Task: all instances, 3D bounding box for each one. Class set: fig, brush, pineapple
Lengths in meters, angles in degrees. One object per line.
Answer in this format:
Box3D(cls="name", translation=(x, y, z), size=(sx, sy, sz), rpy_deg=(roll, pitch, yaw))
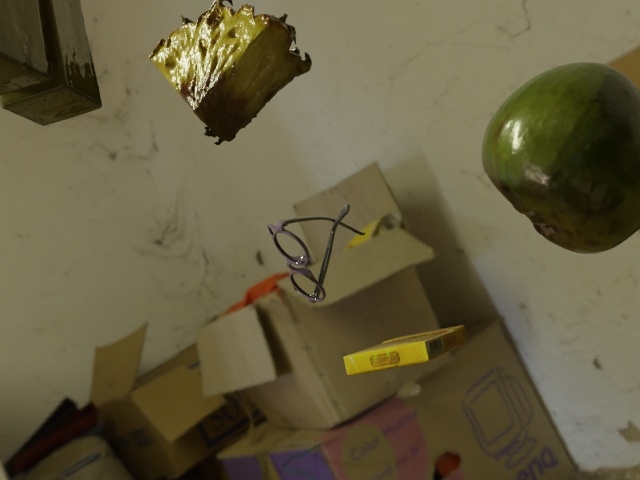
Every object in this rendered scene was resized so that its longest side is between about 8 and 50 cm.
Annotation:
Box3D(cls="fig", translation=(0.258, -0.090, 0.818), size=(0.191, 0.181, 0.181), rpy_deg=(-62, 8, -12))
Box3D(cls="brush", translation=(-0.192, -0.193, 0.475), size=(0.047, 0.233, 0.103), rpy_deg=(-15, -10, 13))
Box3D(cls="pineapple", translation=(-0.082, -0.135, 0.665), size=(0.137, 0.116, 0.069), rpy_deg=(-3, -25, 30))

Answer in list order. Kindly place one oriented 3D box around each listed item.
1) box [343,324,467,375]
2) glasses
Box3D(cls="box", translation=(0.161, 0.197, 1.467), size=(0.152, 0.043, 0.269), rpy_deg=(-13, -6, 24))
Box3D(cls="glasses", translation=(0.000, 0.000, 1.011), size=(0.063, 0.140, 0.104), rpy_deg=(18, 55, 37))
